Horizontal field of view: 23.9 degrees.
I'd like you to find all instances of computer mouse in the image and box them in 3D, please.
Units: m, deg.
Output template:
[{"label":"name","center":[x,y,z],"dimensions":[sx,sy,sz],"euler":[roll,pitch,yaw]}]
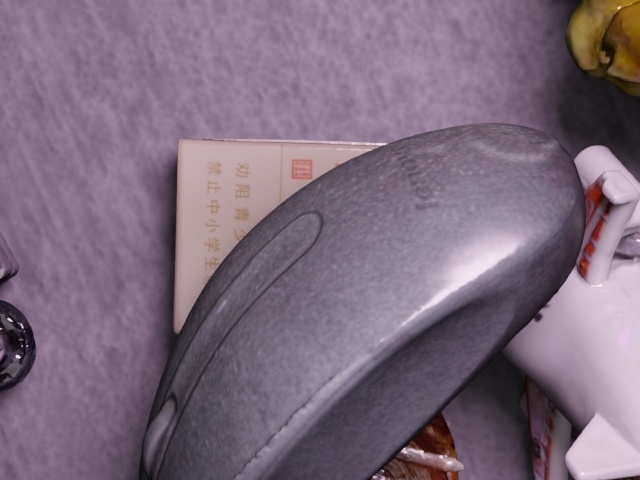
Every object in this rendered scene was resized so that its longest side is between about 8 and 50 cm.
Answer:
[{"label":"computer mouse","center":[-0.006,0.055,0.926],"dimensions":[0.374,0.203,0.114],"euler":[-44,123,10]}]

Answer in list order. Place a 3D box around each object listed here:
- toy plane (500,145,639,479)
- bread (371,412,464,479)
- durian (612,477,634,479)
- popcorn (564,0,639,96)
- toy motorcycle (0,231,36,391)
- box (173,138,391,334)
[{"label":"toy plane","center":[0.171,0.065,0.970],"dimensions":[0.118,0.252,0.252],"euler":[-5,92,-15]},{"label":"bread","center":[0.018,0.156,1.052],"dimensions":[0.160,0.073,0.160],"euler":[0,96,1]},{"label":"durian","center":[0.292,0.114,1.031],"dimensions":[0.146,0.102,0.208],"euler":[26,89,6]},{"label":"popcorn","center":[0.298,-0.224,0.932],"dimensions":[0.321,0.290,0.326],"euler":[10,91,-10]},{"label":"toy motorcycle","center":[-0.297,0.014,1.057],"dimensions":[0.152,0.073,0.225],"euler":[-21,90,4]},{"label":"box","center":[0.000,0.000,1.054],"dimensions":[0.201,0.058,0.141],"euler":[1,92,2]}]
